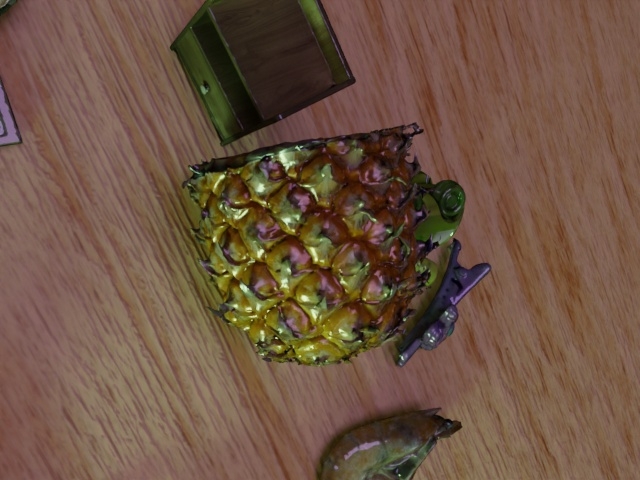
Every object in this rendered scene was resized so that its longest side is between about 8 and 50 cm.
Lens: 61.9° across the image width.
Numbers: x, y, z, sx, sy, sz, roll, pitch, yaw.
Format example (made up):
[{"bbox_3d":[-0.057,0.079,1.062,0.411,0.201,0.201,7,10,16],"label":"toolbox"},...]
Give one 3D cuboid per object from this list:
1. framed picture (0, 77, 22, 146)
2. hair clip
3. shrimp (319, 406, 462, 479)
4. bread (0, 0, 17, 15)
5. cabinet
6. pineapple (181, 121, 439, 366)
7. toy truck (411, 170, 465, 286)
[{"bbox_3d":[-0.511,-0.234,0.641,0.209,0.019,0.281,-20,98,-29],"label":"framed picture"},{"bbox_3d":[0.240,0.126,1.021,0.090,0.137,0.278,27,71,10],"label":"hair clip"},{"bbox_3d":[0.140,0.401,0.980,0.318,0.077,0.168,-7,102,-26],"label":"shrimp"},{"bbox_3d":[-0.477,-0.352,0.633,0.229,0.033,0.228,0,90,-28],"label":"bread"},{"bbox_3d":[-0.095,-0.255,0.776,0.148,0.215,0.174,-33,106,-26],"label":"cabinet"},{"bbox_3d":[0.000,0.000,0.749,0.353,0.352,0.299,-22,105,-29],"label":"pineapple"},{"bbox_3d":[0.149,-0.025,0.963,0.187,0.148,0.210,10,104,-28],"label":"toy truck"}]
